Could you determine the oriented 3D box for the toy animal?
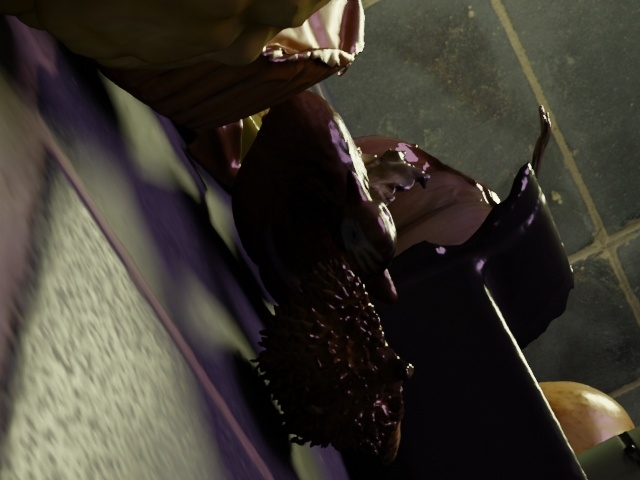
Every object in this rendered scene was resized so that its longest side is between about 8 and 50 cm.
[{"bbox_3d":[0.000,0.000,0.810,0.179,0.089,0.188,49,-27,48],"label":"toy animal"}]

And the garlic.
[{"bbox_3d":[0.087,0.004,1.155,0.207,0.257,0.207,17,57,-28],"label":"garlic"}]

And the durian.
[{"bbox_3d":[0.005,0.068,0.696,0.140,0.071,0.110,171,-102,-79],"label":"durian"}]

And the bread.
[{"bbox_3d":[-0.069,-0.148,0.722,0.199,0.104,0.199,46,29,-36],"label":"bread"}]

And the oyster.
[{"bbox_3d":[0.009,-0.026,0.969,0.072,0.133,0.209,39,13,-5],"label":"oyster"}]

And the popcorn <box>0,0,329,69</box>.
[{"bbox_3d":[-0.060,-0.184,0.502,0.249,0.225,0.249,160,-90,-88],"label":"popcorn"}]

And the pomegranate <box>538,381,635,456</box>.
[{"bbox_3d":[0.230,0.232,1.407,0.207,0.207,0.207,62,6,-11],"label":"pomegranate"}]

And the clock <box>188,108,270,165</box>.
[{"bbox_3d":[-0.087,-0.168,0.949,0.277,0.071,0.293,64,5,16],"label":"clock"}]

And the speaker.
[{"bbox_3d":[0.132,0.155,0.882,0.180,0.184,0.388,57,9,-48],"label":"speaker"}]

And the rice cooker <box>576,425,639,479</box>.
[{"bbox_3d":[0.265,0.285,1.205,0.226,0.244,0.226,59,4,-6],"label":"rice cooker"}]
